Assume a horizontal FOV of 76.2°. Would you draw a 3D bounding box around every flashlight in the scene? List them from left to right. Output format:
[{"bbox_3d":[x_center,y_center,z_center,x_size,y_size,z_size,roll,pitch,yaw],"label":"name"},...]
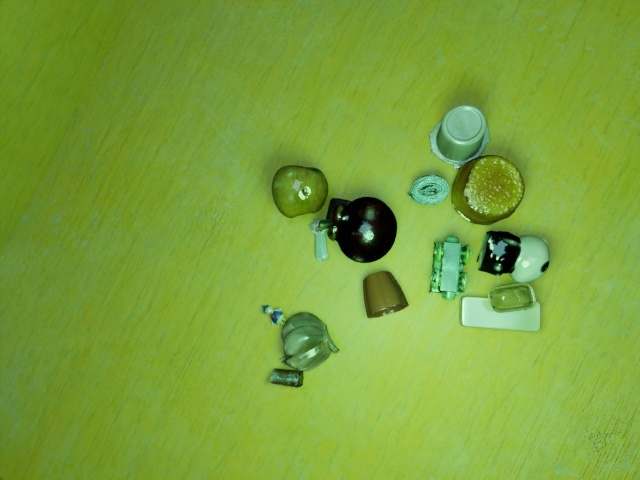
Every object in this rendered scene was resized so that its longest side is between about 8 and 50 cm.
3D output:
[{"bbox_3d":[0.000,0.000,1.933,0.093,0.047,0.200,-6,82,15],"label":"flashlight"}]

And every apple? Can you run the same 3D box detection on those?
[{"bbox_3d":[-0.095,-0.222,1.880,0.264,0.264,0.264,-1,83,11],"label":"apple"}]

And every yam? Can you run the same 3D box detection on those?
[{"bbox_3d":[-0.152,0.629,1.872,0.141,0.079,0.079,3,84,13],"label":"yam"}]

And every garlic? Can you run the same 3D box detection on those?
[{"bbox_3d":[-0.069,0.464,1.862,0.292,0.210,0.237,-15,115,4],"label":"garlic"}]

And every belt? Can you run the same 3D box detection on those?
[{"bbox_3d":[0.495,-0.228,1.849,0.163,0.082,0.148,27,99,9],"label":"belt"}]

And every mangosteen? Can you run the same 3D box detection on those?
[{"bbox_3d":[0.181,-0.060,1.772,0.297,0.297,0.313,-47,116,2],"label":"mangosteen"}]

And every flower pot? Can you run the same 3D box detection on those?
[{"bbox_3d":[0.270,0.235,1.796,0.190,0.190,0.173,-21,69,8],"label":"flower pot"}]

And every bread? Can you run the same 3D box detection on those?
[{"bbox_3d":[0.723,-0.216,1.754,0.312,0.172,0.312,0,89,6],"label":"bread"}]

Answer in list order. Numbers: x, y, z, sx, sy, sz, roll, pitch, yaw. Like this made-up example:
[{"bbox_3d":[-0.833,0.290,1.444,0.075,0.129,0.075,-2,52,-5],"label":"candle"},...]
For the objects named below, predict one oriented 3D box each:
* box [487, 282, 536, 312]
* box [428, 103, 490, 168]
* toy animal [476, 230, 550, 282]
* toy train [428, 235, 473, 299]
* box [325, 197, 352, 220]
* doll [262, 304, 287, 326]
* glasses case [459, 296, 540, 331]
[{"bbox_3d":[0.773,0.235,1.658,0.177,0.111,0.111,-11,81,9],"label":"box"},{"bbox_3d":[0.638,-0.489,1.790,0.262,0.206,0.291,41,94,12],"label":"box"},{"bbox_3d":[0.801,0.068,1.701,0.266,0.212,0.213,16,87,9],"label":"toy animal"},{"bbox_3d":[0.549,0.118,1.744,0.159,0.188,0.272,6,82,11],"label":"toy train"},{"bbox_3d":[0.096,-0.136,1.944,0.126,0.027,0.125,12,83,13],"label":"box"},{"bbox_3d":[-0.220,0.350,1.931,0.143,0.057,0.099,34,108,18],"label":"doll"},{"bbox_3d":[0.759,0.312,1.738,0.312,0.070,0.131,2,83,11],"label":"glasses case"}]
